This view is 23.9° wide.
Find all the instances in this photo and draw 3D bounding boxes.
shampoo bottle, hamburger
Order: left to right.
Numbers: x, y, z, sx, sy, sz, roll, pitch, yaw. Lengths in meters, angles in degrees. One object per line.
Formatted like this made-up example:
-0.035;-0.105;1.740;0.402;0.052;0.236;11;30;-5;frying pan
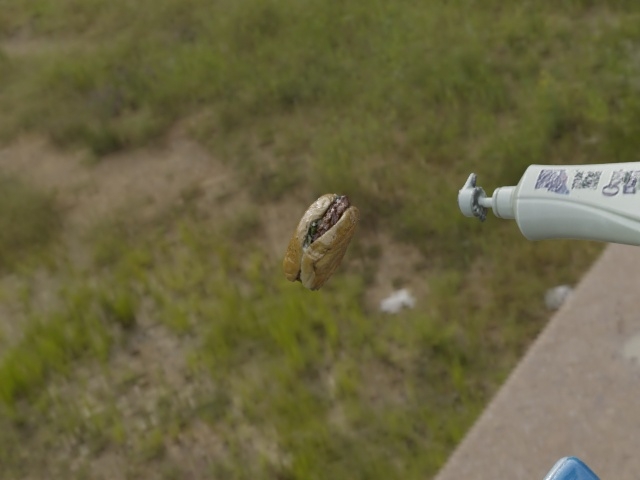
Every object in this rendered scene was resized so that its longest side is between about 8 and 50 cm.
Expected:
0.000;0.000;1.266;0.044;0.083;0.076;32;41;14;hamburger
0.138;-0.019;0.814;0.141;0.034;0.049;1;75;34;shampoo bottle

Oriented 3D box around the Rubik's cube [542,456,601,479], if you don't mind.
0.262;0.406;1.586;0.254;0.254;0.254;-12;32;8;Rubik's cube
